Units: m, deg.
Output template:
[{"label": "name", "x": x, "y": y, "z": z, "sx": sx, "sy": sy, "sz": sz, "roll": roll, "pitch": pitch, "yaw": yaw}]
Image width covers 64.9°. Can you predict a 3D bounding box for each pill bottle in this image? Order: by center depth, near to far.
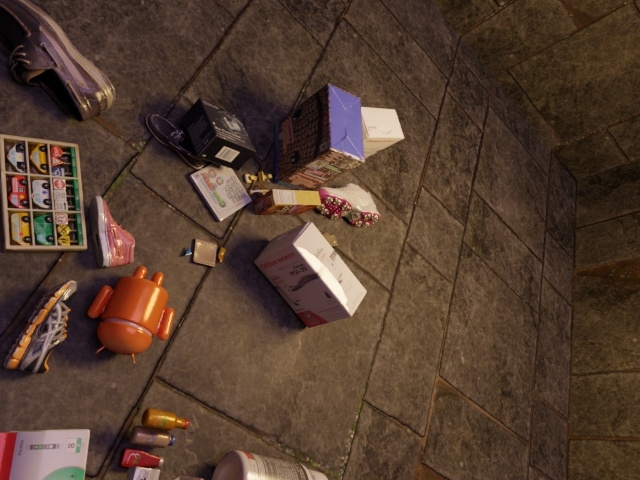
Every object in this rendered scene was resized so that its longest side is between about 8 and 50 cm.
[{"label": "pill bottle", "x": -0.120, "y": 0.637, "z": 1.271, "sx": 0.283, "sy": 0.161, "sz": 0.161, "roll": 27, "pitch": 58, "yaw": -31}]

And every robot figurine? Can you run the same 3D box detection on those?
[{"label": "robot figurine", "x": -0.440, "y": 0.171, "z": 1.180, "sx": 0.158, "sy": 0.128, "sz": 0.219, "roll": 49, "pitch": 44, "yaw": -46}]

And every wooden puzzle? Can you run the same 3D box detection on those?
[{"label": "wooden puzzle", "x": -0.323, "y": 0.035, "z": 1.412, "sx": 0.116, "sy": 0.014, "sz": 0.078, "roll": 25, "pitch": 55, "yaw": -33}]

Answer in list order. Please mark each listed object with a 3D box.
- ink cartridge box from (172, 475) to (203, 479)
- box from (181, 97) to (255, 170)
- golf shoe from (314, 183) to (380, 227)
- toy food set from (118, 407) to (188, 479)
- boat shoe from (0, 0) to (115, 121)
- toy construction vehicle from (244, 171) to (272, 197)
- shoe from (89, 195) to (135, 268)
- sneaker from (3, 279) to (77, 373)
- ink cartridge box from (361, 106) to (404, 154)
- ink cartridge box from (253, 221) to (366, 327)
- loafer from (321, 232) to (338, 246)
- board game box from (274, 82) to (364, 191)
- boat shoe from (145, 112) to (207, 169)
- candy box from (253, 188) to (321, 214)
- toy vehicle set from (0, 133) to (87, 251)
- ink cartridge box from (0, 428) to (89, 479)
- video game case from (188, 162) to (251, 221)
[{"label": "ink cartridge box", "x": -0.289, "y": 0.649, "z": 1.146, "sx": 0.067, "sy": 0.115, "sz": 0.198, "roll": -17, "pitch": 86, "yaw": -45}, {"label": "box", "x": -0.293, "y": -0.303, "z": 1.451, "sx": 0.156, "sy": 0.093, "sz": 0.158, "roll": 13, "pitch": 42, "yaw": -52}, {"label": "golf shoe", "x": 0.084, "y": -0.145, "z": 1.787, "sx": 0.306, "sy": 0.115, "sz": 0.140, "roll": 19, "pitch": 53, "yaw": -44}, {"label": "toy food set", "x": -0.380, "y": 0.504, "z": 1.121, "sx": 0.105, "sy": 0.111, "sz": 0.232, "roll": 25, "pitch": 57, "yaw": -33}, {"label": "boat shoe", "x": -0.663, "y": -0.433, "z": 1.198, "sx": 0.355, "sy": 0.132, "sz": 0.130, "roll": 42, "pitch": 51, "yaw": -21}, {"label": "toy construction vehicle", "x": -0.189, "y": -0.179, "z": 1.592, "sx": 0.098, "sy": 0.035, "sz": 0.085, "roll": 1, "pitch": 74, "yaw": -41}, {"label": "shoe", "x": -0.510, "y": -0.023, "z": 1.235, "sx": 0.081, "sy": 0.064, "sz": 0.177, "roll": -6, "pitch": 84, "yaw": -44}, {"label": "sneaker", "x": -0.583, "y": 0.185, "z": 1.084, "sx": 0.083, "sy": 0.084, "sz": 0.214, "roll": 37, "pitch": 62, "yaw": -30}, {"label": "ink cartridge box", "x": 0.121, "y": -0.357, "z": 1.769, "sx": 0.198, "sy": 0.273, "sz": 0.114, "roll": -11, "pitch": 82, "yaw": -44}, {"label": "ink cartridge box", "x": -0.034, "y": 0.108, "z": 1.508, "sx": 0.283, "sy": 0.207, "sz": 0.117, "roll": 51, "pitch": 47, "yaw": -14}, {"label": "loafer", "x": 0.000, "y": 0.000, "z": 1.686, "sx": 0.148, "sy": 0.056, "sz": 0.050, "roll": 6, "pitch": 70, "yaw": -51}, {"label": "board game box", "x": -0.011, "y": -0.318, "z": 1.624, "sx": 0.141, "sy": 0.291, "sz": 0.231, "roll": 13, "pitch": 66, "yaw": -37}, {"label": "boat shoe", "x": -0.398, "y": -0.290, "z": 1.426, "sx": 0.206, "sy": 0.065, "sz": 0.075, "roll": 43, "pitch": 51, "yaw": -22}, {"label": "candy box", "x": -0.105, "y": -0.119, "z": 1.596, "sx": 0.187, "sy": 0.109, "sz": 0.053, "roll": -1, "pitch": 75, "yaw": -41}, {"label": "toy vehicle set", "x": -0.641, "y": -0.105, "z": 1.162, "sx": 0.166, "sy": 0.035, "sz": 0.266, "roll": -1, "pitch": 75, "yaw": -42}, {"label": "ink cartridge box", "x": -0.587, "y": 0.469, "z": 0.992, "sx": 0.225, "sy": 0.056, "sz": 0.180, "roll": 15, "pitch": 65, "yaw": -39}, {"label": "video game case", "x": -0.295, "y": -0.153, "z": 1.500, "sx": 0.143, "sy": 0.019, "sz": 0.157, "roll": -40, "pitch": 102, "yaw": -43}]
